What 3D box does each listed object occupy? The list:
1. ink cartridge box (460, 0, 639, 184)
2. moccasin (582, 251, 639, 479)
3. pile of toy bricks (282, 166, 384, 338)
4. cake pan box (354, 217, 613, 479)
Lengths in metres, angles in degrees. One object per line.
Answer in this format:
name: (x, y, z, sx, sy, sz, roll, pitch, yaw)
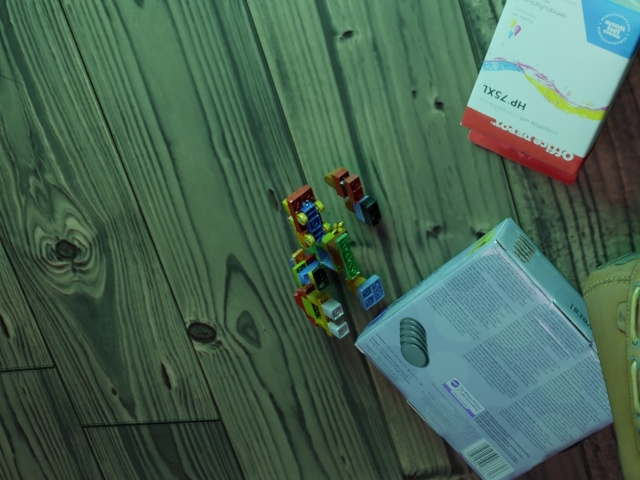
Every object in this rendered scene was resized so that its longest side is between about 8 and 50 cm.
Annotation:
ink cartridge box: (0.233, -0.161, 1.214, 0.134, 0.078, 0.231, 25, 125, 12)
moccasin: (0.390, 0.193, 1.239, 0.147, 0.139, 0.380, 170, 88, -74)
pile of toy bricks: (0.000, 0.000, 1.413, 0.105, 0.118, 0.212, 30, 148, 43)
cake pan box: (0.214, 0.142, 1.393, 0.267, 0.070, 0.246, 46, 128, -3)
